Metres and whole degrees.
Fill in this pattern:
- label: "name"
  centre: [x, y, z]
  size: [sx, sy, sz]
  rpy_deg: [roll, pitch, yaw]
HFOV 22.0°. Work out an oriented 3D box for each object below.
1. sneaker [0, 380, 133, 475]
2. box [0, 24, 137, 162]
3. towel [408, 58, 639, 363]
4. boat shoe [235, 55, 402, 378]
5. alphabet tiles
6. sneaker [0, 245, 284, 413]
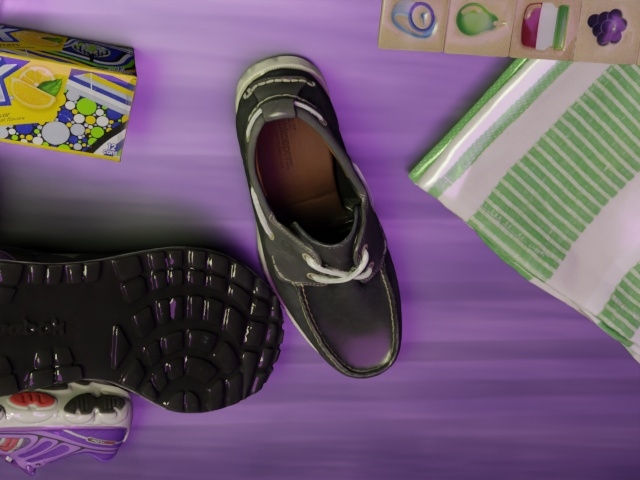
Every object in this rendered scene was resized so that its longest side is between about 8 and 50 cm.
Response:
- label: "sneaker"
  centre: [-0.211, 0.126, 1.096]
  size: [0.169, 0.068, 0.071]
  rpy_deg: [6, 120, -13]
- label: "box"
  centre: [-0.199, -0.097, 0.997]
  size: [0.168, 0.054, 0.059]
  rpy_deg: [9, 114, -14]
- label: "towel"
  centre: [0.253, -0.033, 1.111]
  size: [0.325, 0.038, 0.248]
  rpy_deg: [36, 104, -22]
- label: "boat shoe"
  centre: [0.000, 0.000, 1.064]
  size: [0.084, 0.079, 0.233]
  rpy_deg: [-19, 118, -2]
- label: "alphabet tiles"
  centre: [0.141, -0.218, 0.937]
  size: [0.198, 0.009, 0.237]
  rpy_deg: [3, 110, -10]
- label: "sneaker"
  centre: [-0.158, 0.041, 1.054]
  size: [0.283, 0.124, 0.107]
  rpy_deg: [8, 96, -38]
